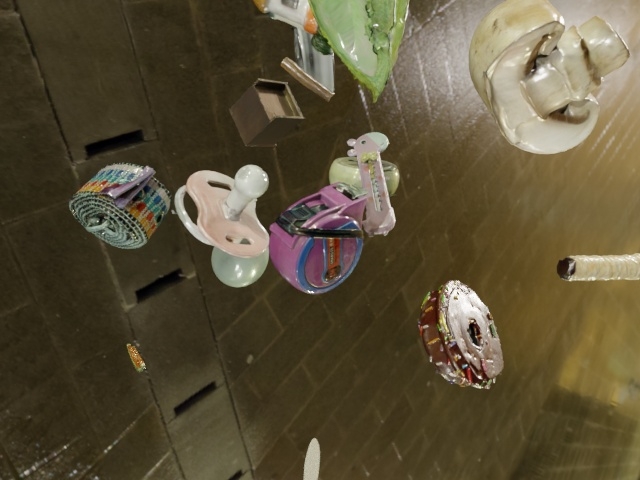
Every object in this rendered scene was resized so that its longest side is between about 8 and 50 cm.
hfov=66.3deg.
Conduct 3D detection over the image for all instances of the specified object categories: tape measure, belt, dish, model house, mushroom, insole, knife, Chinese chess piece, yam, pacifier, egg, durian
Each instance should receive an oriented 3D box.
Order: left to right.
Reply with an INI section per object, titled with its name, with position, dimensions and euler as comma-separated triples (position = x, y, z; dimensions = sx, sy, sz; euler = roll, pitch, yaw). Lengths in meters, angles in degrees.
[belt]
position = -0.520, -0.078, 1.274
dimensions = 0.207, 0.295, 0.160
euler = 55, 51, -33
[pacifier]
position = -0.256, -0.096, 1.418
dimensions = 0.273, 0.332, 0.220
euler = -25, 148, 2
[egg]
position = -0.260, 0.048, 1.607
dimensions = 0.183, 0.183, 0.264
euler = -30, 164, -37
[model house]
position = -0.056, -0.565, 1.001
dimensions = 0.300, 0.190, 0.271
euler = 19, 94, -3
[yam]
position = -0.032, -0.388, 1.184
dimensions = 0.145, 0.032, 0.032
euler = 37, 69, 0
[insole]
position = -0.025, 0.541, 1.092
dimensions = 0.065, 0.004, 0.197
euler = 56, 32, -37
[dish]
position = -0.031, -0.638, 1.654
dimensions = 0.106, 0.316, 0.316
euler = -11, 115, -6
[tape measure]
position = 0.000, 0.000, 1.162
dimensions = 0.245, 0.149, 0.232
euler = -23, 133, -29
[durian]
position = 0.042, -0.363, 0.619
dimensions = 0.394, 0.163, 0.198
euler = 84, 12, -61
[Chinese chess piece]
position = 0.145, -0.207, 1.590
dimensions = 0.237, 0.237, 0.092
euler = -13, 117, -44
[knife]
position = 0.156, -0.177, 1.429
dimensions = 0.038, 0.132, 0.399
euler = 71, 11, -54
[mushroom]
position = 0.342, -0.279, 0.767
dimensions = 0.253, 0.195, 0.189
euler = 34, 34, -41

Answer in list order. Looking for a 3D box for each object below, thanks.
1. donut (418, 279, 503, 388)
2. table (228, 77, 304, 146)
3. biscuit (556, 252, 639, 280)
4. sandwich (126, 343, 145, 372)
[donut]
position = 0.294, 0.202, 1.041
dimensions = 0.235, 0.089, 0.235
euler = 27, 50, -38
[table]
position = -0.197, -0.474, 1.842
dimensions = 0.172, 0.193, 0.169
euler = -14, 75, -49
[biscuit]
position = 0.602, 0.056, 1.042
dimensions = 0.219, 0.055, 0.061
euler = 1, 98, -20
[sandwich]
position = -0.667, 0.427, 1.776
dimensions = 0.029, 0.135, 0.067
euler = -21, 137, -30
